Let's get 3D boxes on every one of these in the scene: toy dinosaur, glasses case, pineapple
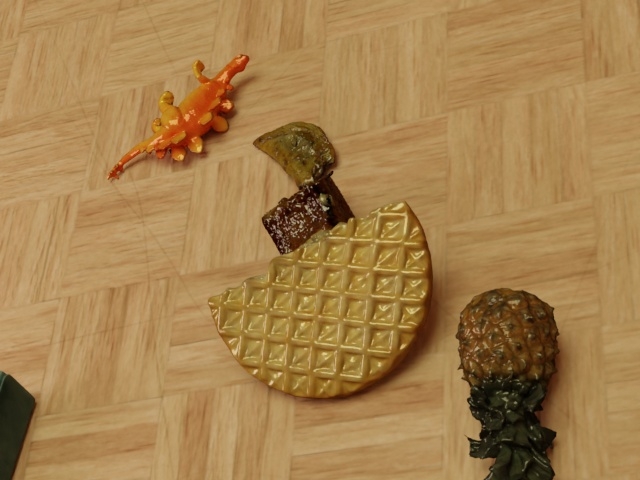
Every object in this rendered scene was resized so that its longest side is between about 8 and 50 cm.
[{"bbox_3d":[-0.208,-0.177,2.204,0.288,0.070,0.117,-43,48,-2],"label":"toy dinosaur"},{"bbox_3d":[-0.450,0.316,1.941,0.056,0.105,0.266,10,58,3],"label":"glasses case"},{"bbox_3d":[0.218,0.183,1.672,0.128,0.128,0.248,-10,56,20],"label":"pineapple"}]

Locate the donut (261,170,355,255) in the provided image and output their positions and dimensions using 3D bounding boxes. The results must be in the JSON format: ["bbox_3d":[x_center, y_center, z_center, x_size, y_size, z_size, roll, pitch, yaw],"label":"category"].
[{"bbox_3d":[0.006,0.009,1.924,0.126,0.144,0.186,-29,83,12],"label":"donut"}]

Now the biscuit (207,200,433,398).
[{"bbox_3d":[0.013,0.095,1.826,0.309,0.040,0.204,-27,79,19],"label":"biscuit"}]

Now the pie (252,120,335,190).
[{"bbox_3d":[-0.031,-0.130,2.097,0.092,0.034,0.170,-38,41,-1],"label":"pie"}]
